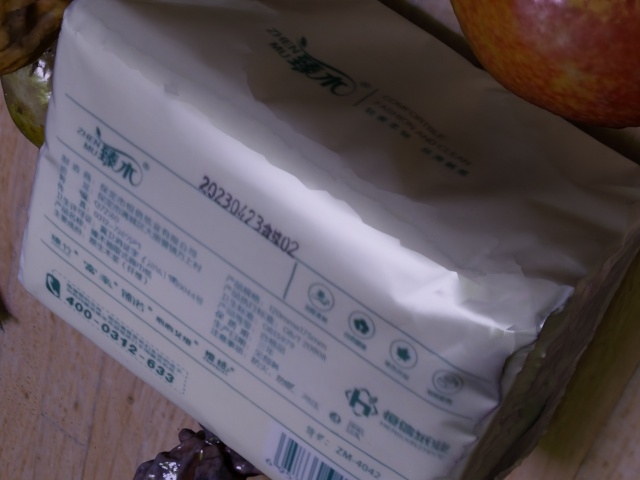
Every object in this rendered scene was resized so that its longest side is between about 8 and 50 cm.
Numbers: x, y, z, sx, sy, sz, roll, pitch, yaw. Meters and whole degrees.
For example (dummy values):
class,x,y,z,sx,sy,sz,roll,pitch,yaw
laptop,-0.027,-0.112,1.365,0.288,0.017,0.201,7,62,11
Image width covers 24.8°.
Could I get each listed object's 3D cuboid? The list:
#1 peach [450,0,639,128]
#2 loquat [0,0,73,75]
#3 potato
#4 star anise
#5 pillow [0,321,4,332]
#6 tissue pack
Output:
class,x,y,z,sx,sy,sz,roll,pitch,yaw
peach,0.165,-0.168,0.744,0.231,0.231,0.231,20,128,28
loquat,-0.274,-0.255,1.026,0.284,0.276,0.276,49,139,28
potato,-0.220,-0.122,1.196,0.092,0.070,0.138,23,129,28
star anise,-0.094,0.133,1.217,0.219,0.148,0.227,-21,121,2
pillow,-0.406,-0.011,1.414,0.144,0.078,0.254,-1,117,39
tissue pack,0.000,0.000,0.996,0.380,0.207,0.297,36,135,16
